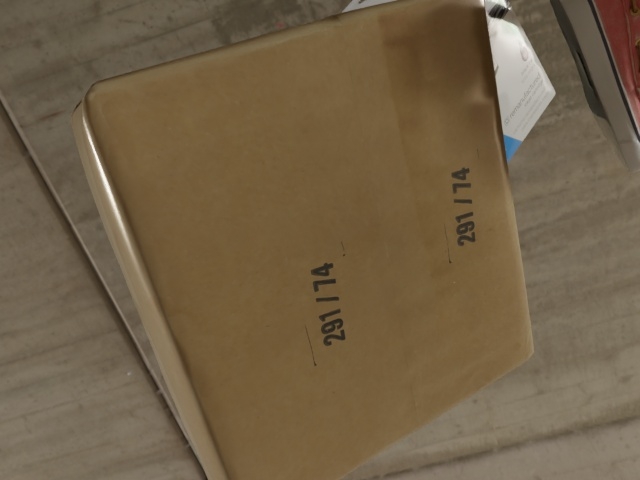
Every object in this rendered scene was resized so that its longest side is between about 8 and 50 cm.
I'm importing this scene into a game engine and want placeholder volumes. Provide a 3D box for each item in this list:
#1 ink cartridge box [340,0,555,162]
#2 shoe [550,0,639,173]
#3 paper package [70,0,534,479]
[{"bbox_3d":[0.231,-0.318,1.004,0.285,0.395,0.166,-53,-148,-12],"label":"ink cartridge box"},{"bbox_3d":[0.241,-0.132,0.398,0.081,0.178,0.063,-27,-148,22],"label":"shoe"},{"bbox_3d":[0.000,0.000,0.446,0.310,0.324,0.168,-23,-162,-21],"label":"paper package"}]
